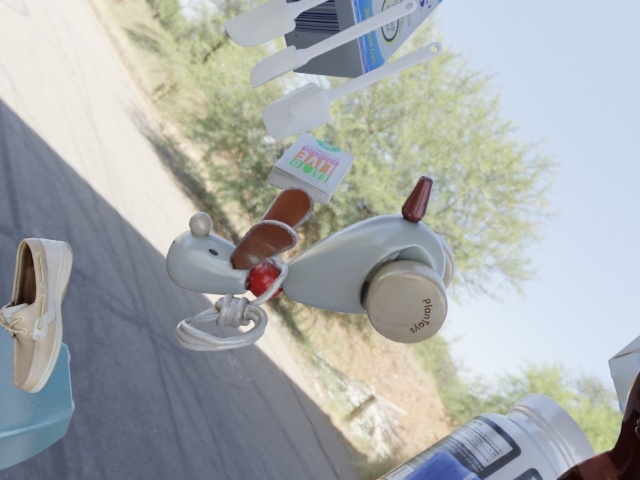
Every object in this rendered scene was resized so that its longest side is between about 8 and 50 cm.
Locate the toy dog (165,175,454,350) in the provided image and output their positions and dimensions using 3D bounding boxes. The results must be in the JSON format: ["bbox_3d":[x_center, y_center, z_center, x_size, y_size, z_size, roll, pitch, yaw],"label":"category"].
[{"bbox_3d":[0.000,0.000,0.685,0.220,0.333,0.161,-121,-147,-69],"label":"toy dog"}]

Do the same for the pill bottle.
[{"bbox_3d":[0.205,0.324,0.813,0.162,0.278,0.162,56,-17,26],"label":"pill bottle"}]

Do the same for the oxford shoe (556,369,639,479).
[{"bbox_3d":[0.213,0.101,0.273,0.348,0.130,0.123,91,-18,-61],"label":"oxford shoe"}]

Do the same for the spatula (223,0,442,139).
[{"bbox_3d":[0.019,-0.244,0.786,0.019,0.242,0.168,7,61,-85],"label":"spatula"}]

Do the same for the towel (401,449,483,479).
[{"bbox_3d":[0.166,0.345,0.546,0.243,0.040,0.336,-15,42,-45],"label":"towel"}]

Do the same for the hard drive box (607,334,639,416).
[{"bbox_3d":[0.464,0.228,0.733,0.232,0.089,0.181,43,22,6],"label":"hard drive box"}]

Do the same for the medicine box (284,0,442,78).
[{"bbox_3d":[0.059,-0.436,0.961,0.149,0.289,0.263,15,-40,30],"label":"medicine box"}]

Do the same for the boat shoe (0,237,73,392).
[{"bbox_3d":[-0.320,0.079,0.688,0.059,0.063,0.170,22,66,-53],"label":"boat shoe"}]

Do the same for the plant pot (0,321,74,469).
[{"bbox_3d":[-0.615,0.300,1.206,0.247,0.252,0.248,-54,-135,47],"label":"plant pot"}]

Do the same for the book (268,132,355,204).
[{"bbox_3d":[-0.010,-0.113,0.983,0.096,0.035,0.144,25,35,4],"label":"book"}]
